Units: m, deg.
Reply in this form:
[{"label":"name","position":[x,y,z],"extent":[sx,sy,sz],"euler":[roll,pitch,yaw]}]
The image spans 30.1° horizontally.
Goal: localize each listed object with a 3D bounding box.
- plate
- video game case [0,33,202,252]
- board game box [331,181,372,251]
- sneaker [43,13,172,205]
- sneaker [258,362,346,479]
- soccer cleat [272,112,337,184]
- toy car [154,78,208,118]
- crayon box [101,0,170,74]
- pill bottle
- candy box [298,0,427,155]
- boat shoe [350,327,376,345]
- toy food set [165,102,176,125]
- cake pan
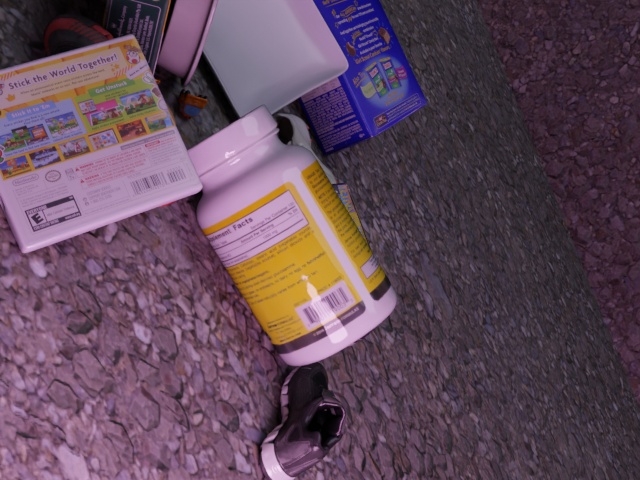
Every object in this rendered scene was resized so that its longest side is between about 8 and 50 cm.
[{"label":"plate","position":[-0.111,-0.348,1.953],"extent":[0.277,0.045,0.278],"euler":[-36,98,-41]},{"label":"video game case","position":[-0.275,-0.115,1.360],"extent":[0.227,0.026,0.206],"euler":[-22,83,-28]},{"label":"board game box","position":[0.000,0.000,1.829],"extent":[0.141,0.048,0.170],"euler":[-7,68,-32]},{"label":"sneaker","position":[-0.268,-0.157,1.479],"extent":[0.276,0.097,0.135],"euler":[61,22,-7]},{"label":"sneaker","position":[-0.005,0.231,1.584],"extent":[0.078,0.106,0.234],"euler":[55,25,-17]},{"label":"soccer cleat","position":[-0.031,-0.126,1.961],"extent":[0.076,0.068,0.196],"euler":[15,45,-52]},{"label":"toy car","position":[-0.219,-0.206,1.725],"extent":[0.122,0.060,0.041],"euler":[14,95,-38]},{"label":"crayon box","position":[-0.228,-0.395,1.606],"extent":[0.083,0.203,0.323],"euler":[13,56,-9]},{"label":"pill bottle","position":[-0.052,-0.010,1.643],"extent":[0.334,0.188,0.188],"euler":[59,24,-7]},{"label":"candy box","position":[0.040,-0.346,2.187],"extent":[0.268,0.122,0.317],"euler":[-35,103,-57]},{"label":"boat shoe","position":[0.038,0.063,1.889],"extent":[0.075,0.065,0.206],"euler":[19,48,-56]},{"label":"toy food set","position":[-0.211,-0.152,1.444],"extent":[0.082,0.020,0.083],"euler":[38,39,-26]},{"label":"cake pan","position":[-0.180,-0.368,1.704],"extent":[0.054,0.293,0.293],"euler":[15,42,-13]}]
